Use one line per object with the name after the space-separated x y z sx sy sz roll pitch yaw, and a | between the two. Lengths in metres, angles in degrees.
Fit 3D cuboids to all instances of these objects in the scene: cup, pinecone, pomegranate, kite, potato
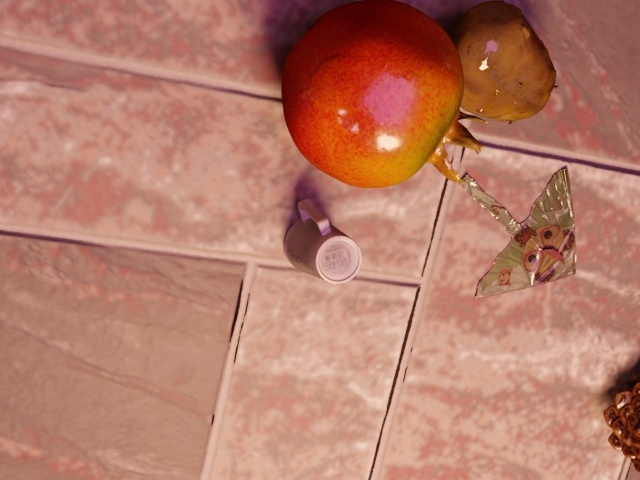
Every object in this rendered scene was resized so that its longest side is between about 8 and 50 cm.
0.000 0.000 1.286 0.074 0.116 0.104 -19 105 -15 | cup
0.546 0.287 1.532 0.212 0.185 0.169 46 64 -44 | pinecone
0.076 -0.160 1.194 0.256 0.221 0.221 33 94 1 | pomegranate
0.281 -0.012 1.435 0.250 0.012 0.229 35 92 -24 | kite
0.220 -0.224 1.277 0.137 0.137 0.176 -45 129 -1 | potato
